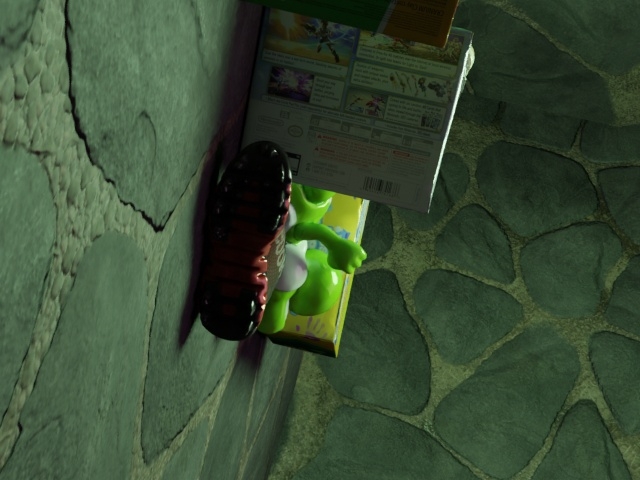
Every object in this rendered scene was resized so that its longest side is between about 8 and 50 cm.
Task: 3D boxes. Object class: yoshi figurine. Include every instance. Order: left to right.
[{"bbox_3d":[-0.020,-0.026,1.335,0.203,0.203,0.362,-86,-169,-79],"label":"yoshi figurine"}]

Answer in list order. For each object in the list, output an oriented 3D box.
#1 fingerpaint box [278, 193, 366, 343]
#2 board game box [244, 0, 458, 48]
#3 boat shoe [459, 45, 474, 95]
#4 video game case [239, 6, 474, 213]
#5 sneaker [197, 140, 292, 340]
[{"bbox_3d":[0.000,0.000,1.741,0.371,0.163,0.444,83,19,-78],"label":"fingerpaint box"},{"bbox_3d":[0.055,-0.339,1.009,0.316,0.242,0.064,-68,171,-57],"label":"board game box"},{"bbox_3d":[0.191,-0.249,1.567,0.285,0.103,0.092,-55,-173,35],"label":"boat shoe"},{"bbox_3d":[0.042,-0.186,1.110,0.061,0.270,0.244,-65,167,-71],"label":"video game case"},{"bbox_3d":[-0.091,-0.010,1.087,0.135,0.098,0.276,-65,170,-64],"label":"sneaker"}]
